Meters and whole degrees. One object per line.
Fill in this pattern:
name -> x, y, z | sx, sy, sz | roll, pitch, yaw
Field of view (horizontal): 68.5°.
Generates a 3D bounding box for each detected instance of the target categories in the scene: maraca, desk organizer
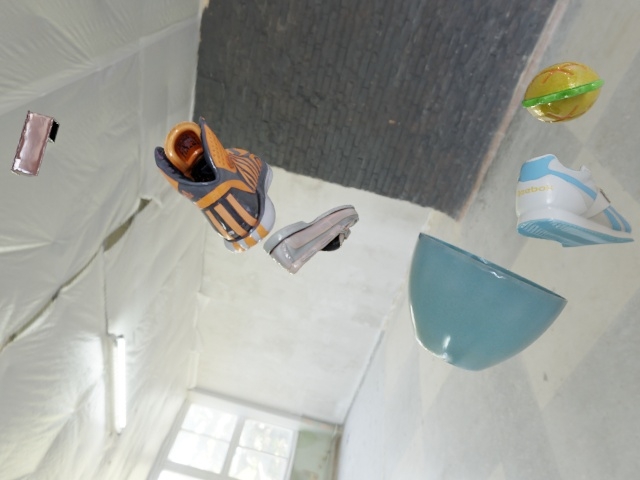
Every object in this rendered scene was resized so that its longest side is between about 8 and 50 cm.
maraca -> 0.404, -0.247, 0.790 | 0.185, 0.127, 0.099 | -33, -73, -56
desk organizer -> -0.589, -0.195, 0.974 | 0.047, 0.050, 0.131 | 160, 122, -75

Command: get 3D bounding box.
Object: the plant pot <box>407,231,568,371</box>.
plant pot -> 0.285, 0.132, 0.905 | 0.290, 0.289, 0.196 | -79, 12, -82

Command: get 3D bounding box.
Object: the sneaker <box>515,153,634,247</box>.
sneaker -> 0.331, -0.042, 0.601 | 0.087, 0.228, 0.093 | -10, 73, 48

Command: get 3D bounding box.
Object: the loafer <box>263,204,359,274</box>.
loafer -> 0.000, 0.000, 0.441 | 0.125, 0.039, 0.045 | -23, -19, -49

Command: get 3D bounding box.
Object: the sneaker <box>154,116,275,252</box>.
sneaker -> -0.168, -0.127, 0.764 | 0.124, 0.180, 0.321 | -36, 32, 2
